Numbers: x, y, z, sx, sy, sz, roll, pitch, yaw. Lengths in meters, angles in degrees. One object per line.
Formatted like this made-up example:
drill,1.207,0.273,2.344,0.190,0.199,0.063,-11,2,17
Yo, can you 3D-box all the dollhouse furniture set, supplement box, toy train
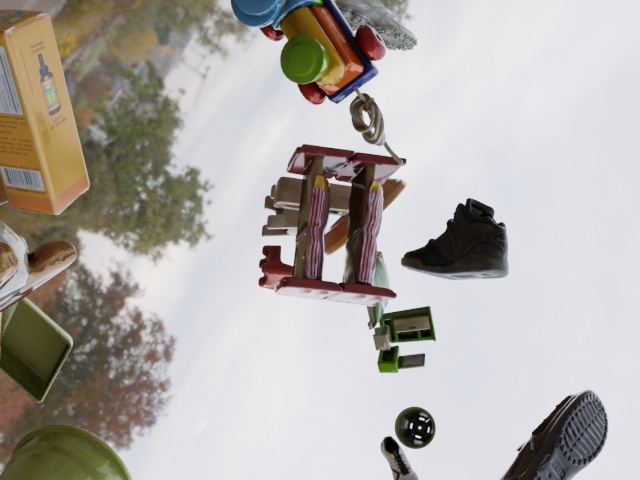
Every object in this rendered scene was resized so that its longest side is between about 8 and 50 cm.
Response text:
dollhouse furniture set,0.000,0.000,1.123,0.374,0.152,0.201,143,-47,-76
supplement box,-0.349,-0.150,0.860,0.078,0.080,0.233,-59,155,-52
dollhouse furniture set,0.214,0.183,1.966,0.151,0.301,0.197,-8,-159,14
toy train,0.007,-0.181,0.755,0.105,0.248,0.143,-33,179,23

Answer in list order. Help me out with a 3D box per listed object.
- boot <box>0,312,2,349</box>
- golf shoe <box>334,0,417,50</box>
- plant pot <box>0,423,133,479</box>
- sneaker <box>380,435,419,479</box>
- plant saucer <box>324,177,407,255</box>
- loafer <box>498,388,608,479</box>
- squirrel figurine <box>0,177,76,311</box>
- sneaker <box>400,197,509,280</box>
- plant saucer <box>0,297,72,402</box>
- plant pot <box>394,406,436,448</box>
boot,-0.568,0.136,1.174,0.211,0.104,0.295,-60,-145,34
golf shoe,0.107,-0.412,1.323,0.069,0.176,0.086,-19,-125,63
plant pot,-0.511,0.507,1.274,0.276,0.276,0.254,-50,176,20
sneaker,0.136,0.391,1.259,0.040,0.043,0.109,-28,-122,-12
plant saucer,0.074,-0.050,1.328,0.200,0.037,0.200,-42,-177,3
loafer,0.486,0.454,1.558,0.366,0.134,0.130,-37,-168,-28
squirrel figurine,-0.614,-0.024,1.014,0.397,0.370,0.281,-36,-177,7
sneaker,0.235,0.002,1.253,0.227,0.087,0.130,-10,-112,56
plant saucer,-0.600,0.210,1.489,0.188,0.188,0.045,-54,172,26
plant pot,0.200,0.384,1.480,0.083,0.083,0.079,-58,159,-3
